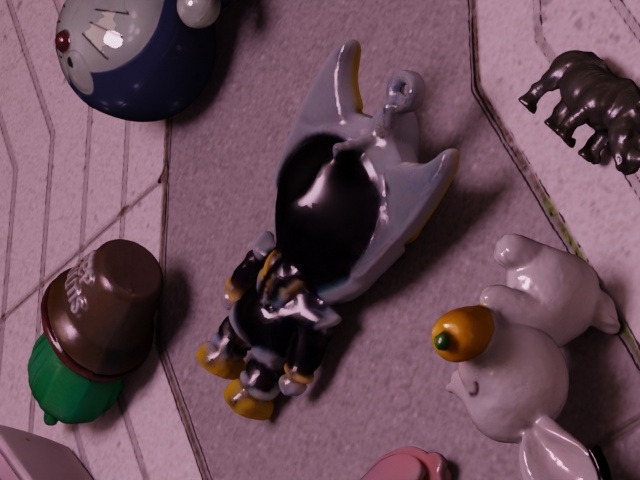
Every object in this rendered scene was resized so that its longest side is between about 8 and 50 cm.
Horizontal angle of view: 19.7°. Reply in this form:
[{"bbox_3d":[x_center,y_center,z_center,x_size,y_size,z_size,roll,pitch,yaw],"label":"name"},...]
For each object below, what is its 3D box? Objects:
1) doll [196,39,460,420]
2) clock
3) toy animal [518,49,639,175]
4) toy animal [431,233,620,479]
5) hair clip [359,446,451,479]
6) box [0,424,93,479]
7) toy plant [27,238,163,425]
[{"bbox_3d":[0.003,0.003,1.435,0.316,0.103,0.145,-58,26,24],"label":"doll"},{"bbox_3d":[-0.143,-0.222,1.689,0.243,0.146,0.199,-57,34,7],"label":"clock"},{"bbox_3d":[0.196,-0.088,1.293,0.065,0.047,0.136,-50,35,9],"label":"toy animal"},{"bbox_3d":[0.140,0.090,1.207,0.127,0.131,0.182,7,58,16],"label":"toy animal"},{"bbox_3d":[0.047,0.225,1.331,0.138,0.102,0.123,-43,34,-22],"label":"hair clip"},{"bbox_3d":[-0.276,0.319,1.607,0.203,0.106,0.252,39,104,52],"label":"box"},{"bbox_3d":[-0.209,0.083,1.652,0.200,0.105,0.143,-52,30,37],"label":"toy plant"}]
